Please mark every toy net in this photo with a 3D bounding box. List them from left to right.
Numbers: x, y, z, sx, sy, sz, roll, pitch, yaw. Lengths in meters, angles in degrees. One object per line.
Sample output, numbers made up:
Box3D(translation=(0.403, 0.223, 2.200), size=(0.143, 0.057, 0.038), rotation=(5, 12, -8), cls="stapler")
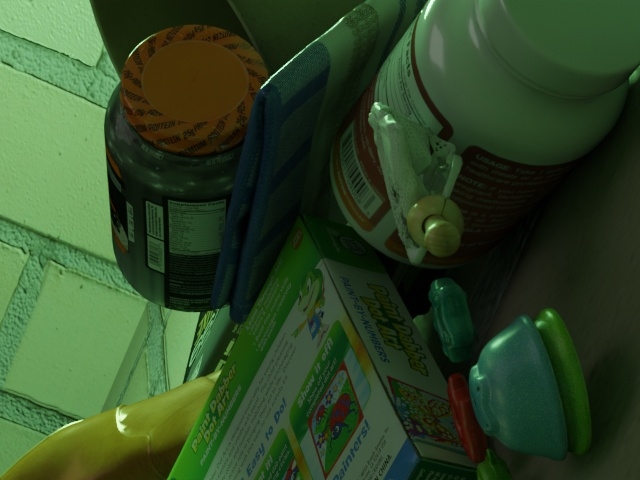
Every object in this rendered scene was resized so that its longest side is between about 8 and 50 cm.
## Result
Box3D(translation=(0.074, 0.025, 0.798), size=(0.122, 0.045, 0.232), rotation=(81, 174, -50), cls="toy net")

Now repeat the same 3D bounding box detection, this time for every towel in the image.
Box3D(translation=(0.036, -0.086, 1.059), size=(0.285, 0.034, 0.209), rotation=(-41, -23, -39), cls="towel")

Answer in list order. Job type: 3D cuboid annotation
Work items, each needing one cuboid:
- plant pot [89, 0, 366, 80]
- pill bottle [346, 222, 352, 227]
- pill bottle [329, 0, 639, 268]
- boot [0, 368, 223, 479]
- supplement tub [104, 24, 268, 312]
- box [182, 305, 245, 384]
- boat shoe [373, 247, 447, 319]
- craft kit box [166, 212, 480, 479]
Box3D(translation=(0.009, -0.188, 1.203), size=(0.274, 0.256, 0.256), rotation=(-32, -5, -22), cls="plant pot")
Box3D(translation=(0.000, 0.000, 1.314), size=(0.094, 0.094, 0.169), rotation=(-80, 16, -53), cls="pill bottle")
Box3D(translation=(0.094, -0.078, 0.896), size=(0.216, 0.121, 0.121), rotation=(129, 161, -58), cls="pill bottle")
Box3D(translation=(-0.130, 0.166, 1.250), size=(0.295, 0.104, 0.211), rotation=(-26, -2, -19), cls="boot")
Box3D(translation=(-0.082, -0.046, 1.066), size=(0.190, 0.117, 0.117), rotation=(97, -172, -55), cls="supplement tub")
Box3D(translation=(-0.036, 0.012, 1.536), size=(0.242, 0.076, 0.307), rotation=(-80, 16, -53), cls="box")
Box3D(translation=(0.051, 0.021, 1.065), size=(0.223, 0.073, 0.080), rotation=(-63, 34, 9), cls="boat shoe")
Box3D(translation=(-0.012, 0.151, 0.958), size=(0.250, 0.061, 0.247), rotation=(-63, 30, 23), cls="craft kit box")
